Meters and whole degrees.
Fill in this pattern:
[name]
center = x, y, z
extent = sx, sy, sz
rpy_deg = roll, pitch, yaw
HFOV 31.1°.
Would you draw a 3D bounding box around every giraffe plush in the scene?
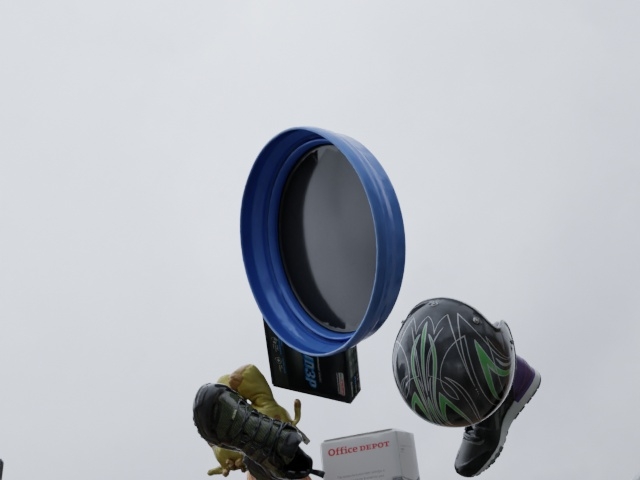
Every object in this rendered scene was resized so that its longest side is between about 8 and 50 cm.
[giraffe plush]
center = -0.147, 0.360, 2.150
extent = 0.170, 0.210, 0.181
rpy_deg = -39, -29, -48

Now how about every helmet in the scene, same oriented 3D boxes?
[helmet]
center = 0.172, 0.161, 1.516
extent = 0.169, 0.169, 0.161
rpy_deg = -45, -27, 19

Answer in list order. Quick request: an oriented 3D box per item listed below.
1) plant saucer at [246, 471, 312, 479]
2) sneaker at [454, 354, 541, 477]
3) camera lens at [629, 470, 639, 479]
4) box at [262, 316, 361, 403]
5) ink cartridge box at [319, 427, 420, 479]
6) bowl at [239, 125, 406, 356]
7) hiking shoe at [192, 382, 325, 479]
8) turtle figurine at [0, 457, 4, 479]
[plant saucer]
center = -0.090, 0.569, 2.608
extent = 0.200, 0.200, 0.037
rpy_deg = 11, -48, -44
[sneaker]
center = 0.342, 0.359, 2.439
extent = 0.124, 0.107, 0.283
rpy_deg = 40, -106, -24
[camera lens]
center = 0.583, 0.489, 1.910
extent = 0.219, 0.219, 0.274
rpy_deg = 2, -43, -39
[box]
center = -0.018, 0.191, 2.175
extent = 0.051, 0.175, 0.220
rpy_deg = -46, -42, -50
[ink cartridge box]
center = 0.126, 0.591, 2.660
extent = 0.207, 0.283, 0.117
rpy_deg = -14, -18, 25
[bowl]
center = 0.000, 0.000, 1.960
extent = 0.077, 0.391, 0.391
rpy_deg = -7, -42, -37
[hiking shoe]
center = -0.083, 0.265, 1.604
extent = 0.114, 0.086, 0.227
rpy_deg = -8, -40, 35
[turtle figurine]
center = -0.609, 0.455, 1.861
extent = 0.198, 0.274, 0.266
rpy_deg = -4, -25, -16
